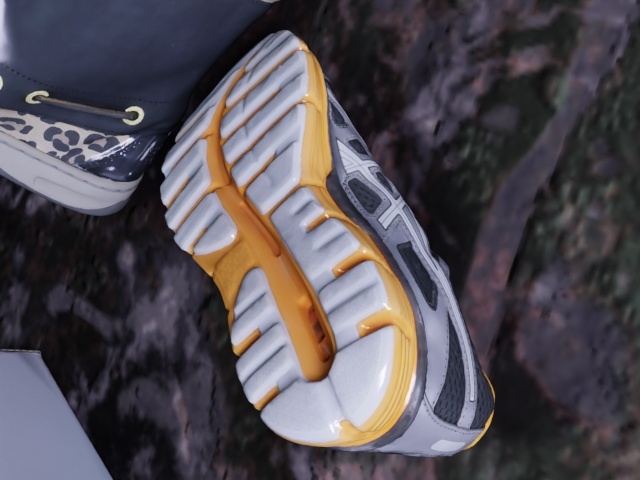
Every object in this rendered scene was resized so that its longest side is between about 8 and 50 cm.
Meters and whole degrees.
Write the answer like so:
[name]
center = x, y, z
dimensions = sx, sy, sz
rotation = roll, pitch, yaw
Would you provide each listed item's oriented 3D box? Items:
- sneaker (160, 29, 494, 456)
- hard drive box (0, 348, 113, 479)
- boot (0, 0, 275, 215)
[sneaker]
center = 0.000, 0.000, 0.427
dimensions = 0.084, 0.083, 0.214
rotation = -42, 42, 23
[hard drive box]
center = -0.162, 0.194, 0.526
dimensions = 0.181, 0.089, 0.232
rotation = -53, 56, 21
[boot]
center = -0.128, -0.125, 0.458
dimensions = 0.178, 0.236, 0.085
rotation = -42, 37, 24
